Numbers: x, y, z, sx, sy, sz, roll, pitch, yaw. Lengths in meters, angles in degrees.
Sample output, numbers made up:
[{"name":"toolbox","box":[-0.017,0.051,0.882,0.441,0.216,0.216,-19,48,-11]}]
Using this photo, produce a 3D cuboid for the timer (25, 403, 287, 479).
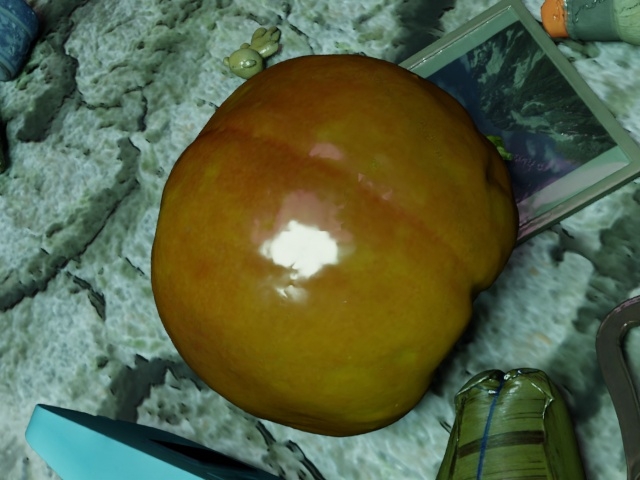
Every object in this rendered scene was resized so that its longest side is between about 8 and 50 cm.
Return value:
[{"name":"timer","box":[-0.131,0.236,0.704,0.250,0.232,0.091,17,79,29]}]

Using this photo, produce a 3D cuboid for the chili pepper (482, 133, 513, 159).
[{"name":"chili pepper","box":[0.109,-0.093,0.835,0.208,0.043,0.048,-7,92,26]}]

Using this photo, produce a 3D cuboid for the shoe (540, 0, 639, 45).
[{"name":"shoe","box":[0.300,-0.360,0.849,0.171,0.132,0.336,-3,70,32]}]

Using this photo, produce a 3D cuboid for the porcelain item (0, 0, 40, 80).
[{"name":"porcelain item","box":[-0.516,-0.329,1.160,0.147,0.147,0.114,14,72,27]}]

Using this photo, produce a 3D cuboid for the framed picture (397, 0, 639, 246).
[{"name":"framed picture","box":[0.197,-0.131,0.844,0.209,0.019,0.281,-32,60,8]}]

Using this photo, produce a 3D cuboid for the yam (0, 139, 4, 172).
[{"name":"yam","box":[-0.525,-0.162,1.116,0.107,0.107,0.183,-31,61,8]}]

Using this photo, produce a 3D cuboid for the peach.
[{"name":"peach","box":[0.000,0.000,0.696,0.302,0.343,0.342,33,83,8]}]

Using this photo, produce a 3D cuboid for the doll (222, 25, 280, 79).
[{"name":"doll","box":[-0.087,-0.253,0.999,0.062,0.051,0.093,5,69,32]}]

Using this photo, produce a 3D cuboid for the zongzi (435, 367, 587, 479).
[{"name":"zongzi","box":[0.096,0.262,0.664,0.289,0.123,0.260,-19,58,19]}]

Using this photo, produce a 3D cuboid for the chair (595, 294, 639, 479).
[{"name":"chair","box":[0.326,0.190,0.598,0.176,0.183,0.326,-9,20,20]}]
